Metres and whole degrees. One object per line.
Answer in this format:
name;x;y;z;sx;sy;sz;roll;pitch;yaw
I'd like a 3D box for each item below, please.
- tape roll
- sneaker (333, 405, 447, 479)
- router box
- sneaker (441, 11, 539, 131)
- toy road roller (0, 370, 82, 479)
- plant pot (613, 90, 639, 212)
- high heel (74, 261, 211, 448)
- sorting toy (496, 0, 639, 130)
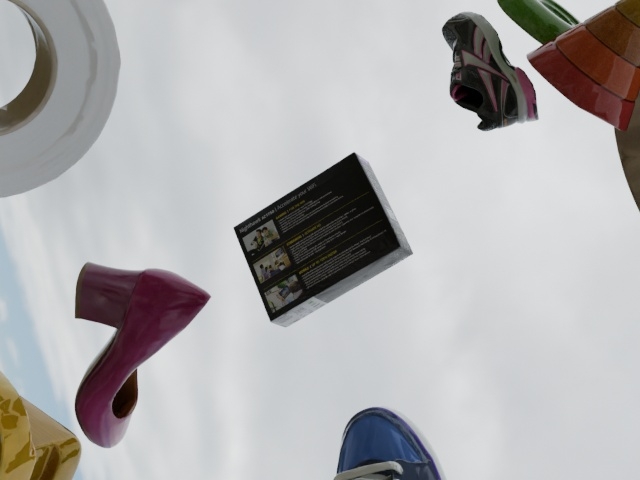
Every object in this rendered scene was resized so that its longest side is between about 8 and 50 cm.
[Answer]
tape roll;-0.358;-0.189;0.966;0.100;0.286;0.286;37;-46;57
sneaker;0.046;0.313;0.971;0.236;0.130;0.322;32;44;-56
router box;0.000;0.000;1.088;0.046;0.179;0.133;29;34;-61
sneaker;0.177;-0.195;1.082;0.072;0.077;0.178;75;-9;-50
toy road roller;-0.360;0.255;0.843;0.202;0.240;0.329;28;-77;24
plant pot;0.494;-0.109;0.975;0.274;0.256;0.256;-22;-101;40
high heel;-0.258;0.194;1.372;0.127;0.181;0.377;-73;173;-46
sorting toy;0.275;-0.257;0.985;0.126;0.127;0.365;-54;-159;28
